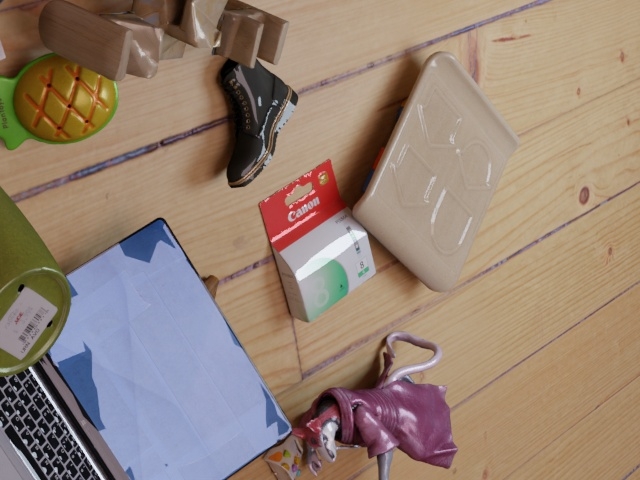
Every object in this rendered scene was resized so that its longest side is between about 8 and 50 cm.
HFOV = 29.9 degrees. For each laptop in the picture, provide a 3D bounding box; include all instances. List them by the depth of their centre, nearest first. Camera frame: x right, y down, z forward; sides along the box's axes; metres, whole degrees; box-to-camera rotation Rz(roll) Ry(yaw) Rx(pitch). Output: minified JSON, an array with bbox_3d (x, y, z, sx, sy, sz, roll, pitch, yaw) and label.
[{"bbox_3d":[-0.270,0.235,1.603,0.382,0.236,0.408,59,19,-9],"label":"laptop"}]

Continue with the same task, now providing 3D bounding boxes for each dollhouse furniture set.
[{"bbox_3d":[-0.212,-0.443,1.613,0.362,0.256,0.394,-19,131,-55],"label":"dollhouse furniture set"}]

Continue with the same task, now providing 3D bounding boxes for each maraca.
[{"bbox_3d":[-0.363,-0.186,1.607,0.186,0.099,0.127,-16,111,-14],"label":"maraca"}]

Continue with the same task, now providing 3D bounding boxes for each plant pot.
[{"bbox_3d":[-0.436,0.029,1.387,0.275,0.293,0.274,-40,145,-36],"label":"plant pot"}]

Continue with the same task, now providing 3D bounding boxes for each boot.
[{"bbox_3d":[-0.127,-0.194,1.864,0.137,0.077,0.198,44,55,-37],"label":"boot"}]

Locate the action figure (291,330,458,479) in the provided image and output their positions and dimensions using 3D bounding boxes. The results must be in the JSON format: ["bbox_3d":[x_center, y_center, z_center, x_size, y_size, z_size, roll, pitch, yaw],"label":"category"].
[{"bbox_3d":[0.097,0.302,2.075,0.370,0.248,0.275,11,92,-51],"label":"action figure"}]

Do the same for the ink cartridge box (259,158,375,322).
[{"bbox_3d":[0.000,0.000,2.047,0.181,0.056,0.224,-35,124,-35],"label":"ink cartridge box"}]

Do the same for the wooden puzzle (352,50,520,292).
[{"bbox_3d":[0.206,-0.123,2.201,0.322,0.080,0.347,42,70,-43],"label":"wooden puzzle"}]

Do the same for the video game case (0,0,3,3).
[{"bbox_3d":[-0.418,-0.455,1.517,0.210,0.042,0.232,-54,132,-21],"label":"video game case"}]

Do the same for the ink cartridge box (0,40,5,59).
[{"bbox_3d":[-0.468,-0.281,1.477,0.092,0.090,0.143,-32,122,-36],"label":"ink cartridge box"}]

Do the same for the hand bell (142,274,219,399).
[{"bbox_3d":[-0.218,0.149,1.845,0.242,0.126,0.126,-58,135,-33],"label":"hand bell"}]

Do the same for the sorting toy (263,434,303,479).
[{"bbox_3d":[-0.054,0.384,2.105,0.083,0.045,0.075,64,37,-34],"label":"sorting toy"}]
